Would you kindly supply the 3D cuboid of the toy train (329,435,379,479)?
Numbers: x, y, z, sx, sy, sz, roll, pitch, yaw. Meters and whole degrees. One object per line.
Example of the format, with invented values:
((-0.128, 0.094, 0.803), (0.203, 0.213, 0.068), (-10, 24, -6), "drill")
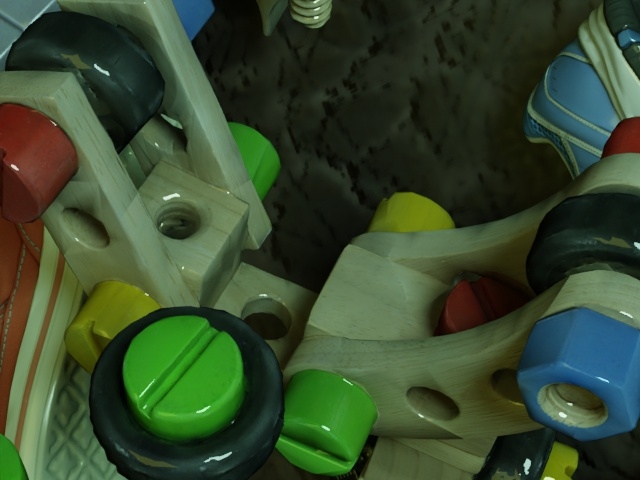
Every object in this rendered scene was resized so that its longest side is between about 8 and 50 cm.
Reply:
((0.034, 0.143, 0.654), (0.036, 0.027, 0.158), (-28, 81, 28), "toy train")

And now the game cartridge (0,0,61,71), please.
((-0.197, -0.222, 0.656), (0.355, 0.068, 0.230), (34, 79, 22), "game cartridge")

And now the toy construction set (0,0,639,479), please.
((0.000, 0.000, 0.571), (0.257, 0.237, 0.309), (-1, 56, -2), "toy construction set")

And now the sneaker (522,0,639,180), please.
((0.160, 0.002, 0.567), (0.081, 0.080, 0.211), (-40, 76, 45), "sneaker")

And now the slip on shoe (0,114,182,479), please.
((-0.122, 0.022, 0.674), (0.101, 0.123, 0.331), (-2, 88, 34), "slip on shoe")
